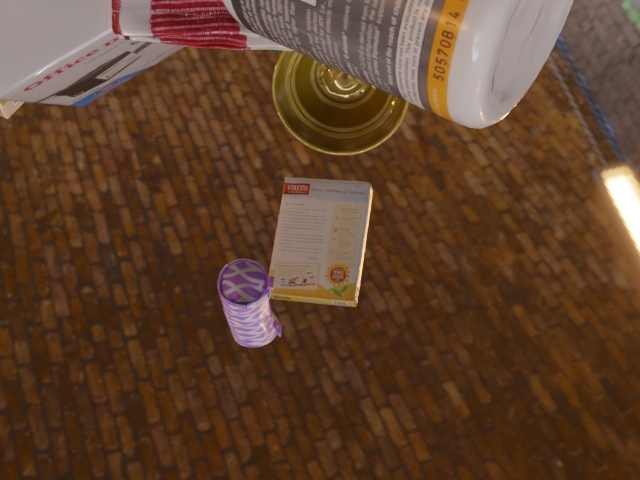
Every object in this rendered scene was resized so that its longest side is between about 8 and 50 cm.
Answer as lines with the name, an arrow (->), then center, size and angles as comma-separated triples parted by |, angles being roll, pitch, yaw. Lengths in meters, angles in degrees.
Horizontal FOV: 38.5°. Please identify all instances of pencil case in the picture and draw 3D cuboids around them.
pencil case -> -0.111, 0.102, 1.467 | 0.088, 0.206, 0.086 | -3, -115, -1

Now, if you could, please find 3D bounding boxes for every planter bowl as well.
planter bowl -> 0.036, -0.252, 1.466 | 0.217, 0.217, 0.090 | 36, -155, -11

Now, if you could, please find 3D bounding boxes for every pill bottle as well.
pill bottle -> 0.027, -0.201, 0.640 | 0.279, 0.162, 0.162 | 28, -151, 20

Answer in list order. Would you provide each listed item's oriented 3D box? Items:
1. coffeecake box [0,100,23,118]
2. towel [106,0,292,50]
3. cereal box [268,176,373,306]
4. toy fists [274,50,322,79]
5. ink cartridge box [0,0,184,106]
coffeecake box -> -0.580, -0.310, 1.599 | 0.186, 0.068, 0.142 | 24, -120, 18
towel -> -0.019, -0.286, 0.816 | 0.329, 0.237, 0.037 | 0, -163, -18
cereal box -> 0.000, 0.000, 1.752 | 0.047, 0.173, 0.240 | 56, -138, -67
toy fists -> 0.050, -0.365, 1.547 | 0.096, 0.279, 0.142 | 55, -150, -61
ink cartridge box -> -0.242, -0.254, 0.999 | 0.129, 0.223, 0.307 | 61, -175, -6
